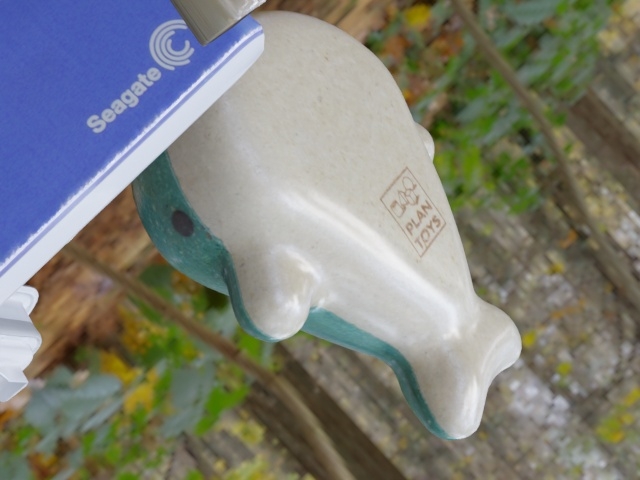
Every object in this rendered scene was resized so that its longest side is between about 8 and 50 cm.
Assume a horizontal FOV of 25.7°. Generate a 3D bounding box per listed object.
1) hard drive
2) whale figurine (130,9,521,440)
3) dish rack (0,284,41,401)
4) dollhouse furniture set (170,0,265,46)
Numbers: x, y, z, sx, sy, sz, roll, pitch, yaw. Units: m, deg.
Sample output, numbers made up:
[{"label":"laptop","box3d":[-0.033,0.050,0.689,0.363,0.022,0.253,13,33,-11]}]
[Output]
[{"label":"hard drive","box3d":[-0.214,-0.130,0.672,0.210,0.319,0.040,-45,171,-13]},{"label":"whale figurine","box3d":[0.000,0.000,0.828,0.141,0.272,0.216,-31,-166,40]},{"label":"dish rack","box3d":[-0.368,0.136,1.074,0.285,0.072,0.333,-37,165,9]},{"label":"dollhouse furniture set","box3d":[0.053,-0.218,0.364,0.256,0.362,0.394,-37,-171,-11]}]
